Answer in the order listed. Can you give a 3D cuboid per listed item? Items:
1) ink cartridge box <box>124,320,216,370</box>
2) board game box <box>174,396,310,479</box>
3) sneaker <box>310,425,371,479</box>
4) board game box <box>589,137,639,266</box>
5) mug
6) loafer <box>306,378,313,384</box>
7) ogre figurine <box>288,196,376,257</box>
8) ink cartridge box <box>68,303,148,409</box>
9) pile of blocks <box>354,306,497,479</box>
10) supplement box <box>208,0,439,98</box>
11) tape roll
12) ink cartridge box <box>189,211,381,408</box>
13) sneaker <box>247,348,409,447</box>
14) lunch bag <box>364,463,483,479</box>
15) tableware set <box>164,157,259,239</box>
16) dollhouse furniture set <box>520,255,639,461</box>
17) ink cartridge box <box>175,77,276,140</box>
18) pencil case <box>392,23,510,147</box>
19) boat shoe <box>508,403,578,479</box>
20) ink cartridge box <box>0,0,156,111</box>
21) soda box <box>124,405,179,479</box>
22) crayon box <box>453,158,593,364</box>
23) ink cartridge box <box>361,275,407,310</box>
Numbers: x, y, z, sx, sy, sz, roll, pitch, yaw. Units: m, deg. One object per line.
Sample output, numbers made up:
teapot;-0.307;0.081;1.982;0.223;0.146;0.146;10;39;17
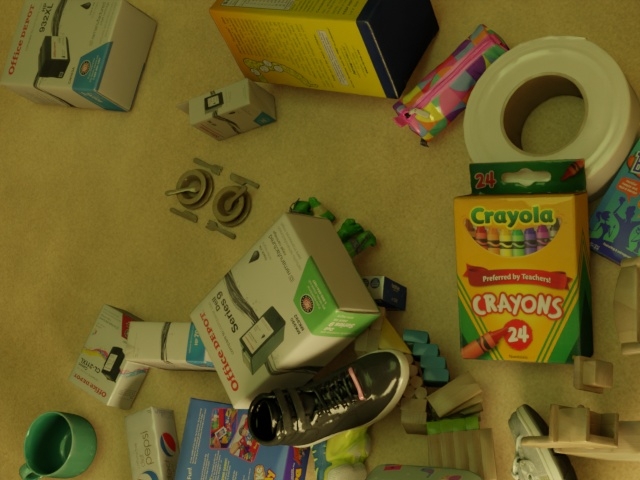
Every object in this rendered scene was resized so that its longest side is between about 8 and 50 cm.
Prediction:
ink cartridge box;-0.251;0.203;1.945;0.190;0.139;0.082;-1;76;30
board game box;-0.155;0.472;1.844;0.233;0.078;0.347;4;77;31
sneaker;0.020;0.365;1.781;0.126;0.091;0.240;7;71;42
board game box;0.532;-0.048;1.627;0.160;0.047;0.210;32;91;33
mug;-0.524;0.414;2.063;0.158;0.097;0.129;-13;70;27
loafer;-0.087;0.272;1.886;0.170;0.062;0.061;8;57;28
ogre figurine;0.000;0.000;1.897;0.197;0.097;0.118;32;74;18
ink cartridge box;-0.411;0.235;2.067;0.127;0.072;0.175;23;87;32
pile of blocks;0.182;0.258;1.709;0.149;0.112;0.362;-29;65;-2
supplement box;0.008;-0.414;1.924;0.356;0.195;0.194;13;59;32
tape roll;0.389;-0.197;1.726;0.286;0.100;0.286;-10;70;28
ink cartridge box;-0.067;0.126;1.753;0.289;0.121;0.211;-46;58;28
sneaker;0.004;0.261;1.650;0.296;0.147;0.104;-34;64;32
lunch bag;0.157;0.488;1.578;0.224;0.108;0.279;-2;105;28
tableware set;-0.224;-0.092;2.081;0.194;0.039;0.128;23;87;33
dollhouse furniture set;0.438;0.139;1.511;0.174;0.303;0.355;-19;61;57
ink cartridge box;-0.193;-0.257;2.076;0.180;0.104;0.060;-16;69;26
pencil case;0.237;-0.278;1.838;0.236;0.104;0.104;-44;59;11
boat shoe;0.345;0.408;1.557;0.103;0.118;0.320;-25;71;17
ink cartridge box;-0.549;-0.423;2.316;0.307;0.129;0.223;9;80;32
soda box;-0.313;0.431;1.953;0.074;0.069;0.216;-23;64;23
crayon box;0.321;0.032;1.638;0.202;0.081;0.318;-1;96;30
ink cartridge box;0.040;0.096;1.836;0.207;0.097;0.046;-3;73;29
